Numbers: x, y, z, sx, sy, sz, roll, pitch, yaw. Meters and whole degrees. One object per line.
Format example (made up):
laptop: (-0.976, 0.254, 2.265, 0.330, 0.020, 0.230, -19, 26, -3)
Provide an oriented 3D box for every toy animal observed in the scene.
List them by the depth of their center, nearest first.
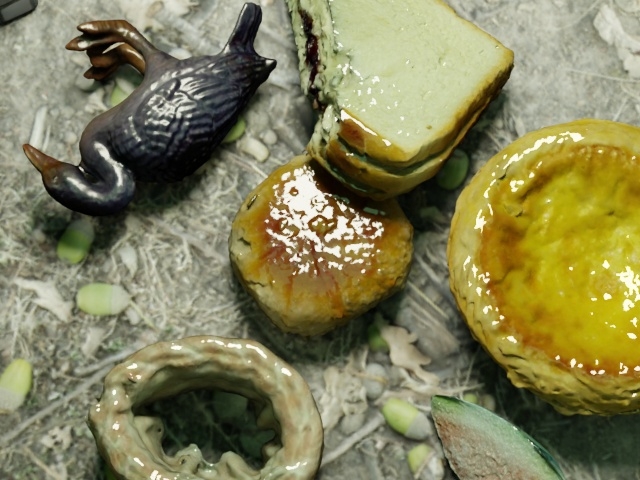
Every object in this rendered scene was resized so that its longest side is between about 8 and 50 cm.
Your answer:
toy animal: (-0.176, -0.149, 1.573, 0.298, 0.122, 0.185, -26, 68, -14)

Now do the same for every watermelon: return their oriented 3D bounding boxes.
watermelon: (0.184, 0.225, 1.515, 0.094, 0.081, 0.180, -39, 63, 7)

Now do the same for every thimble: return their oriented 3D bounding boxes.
thimble: (-0.109, 0.191, 1.478, 0.229, 0.148, 0.196, 30, 78, 4)

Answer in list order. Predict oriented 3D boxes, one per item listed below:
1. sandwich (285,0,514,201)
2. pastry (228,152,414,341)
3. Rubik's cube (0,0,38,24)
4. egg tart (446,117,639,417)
sandwich: (0.041, -0.192, 1.552, 0.288, 0.099, 0.254, 39, 54, 9)
pastry: (0.000, 0.000, 1.551, 0.192, 0.093, 0.182, -31, 77, -8)
Rubik's cube: (-0.465, -0.335, 1.556, 0.238, 0.237, 0.237, -28, 80, -8)
egg tart: (0.285, 0.033, 1.530, 0.319, 0.128, 0.319, 0, 78, 1)
